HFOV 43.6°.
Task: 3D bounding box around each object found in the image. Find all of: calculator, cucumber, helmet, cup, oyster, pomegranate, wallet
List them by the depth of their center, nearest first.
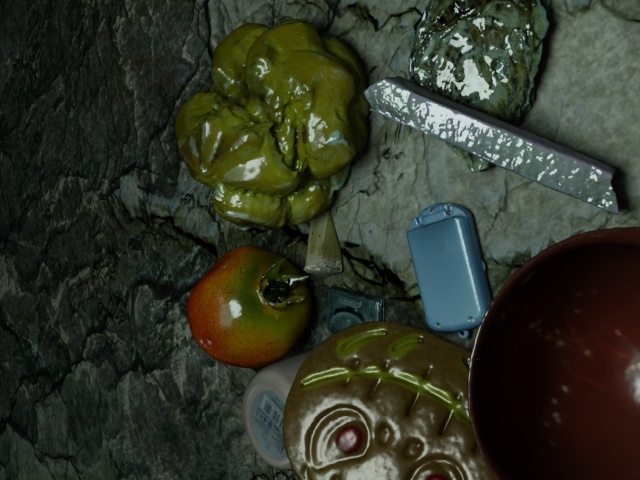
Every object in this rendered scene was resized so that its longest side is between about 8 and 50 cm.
[{"bbox_3d":[0.334,0.161,0.935,0.230,0.385,0.337,-176,104,-85],"label":"helmet"},{"bbox_3d":[0.330,0.147,1.078,0.056,0.056,0.250,10,100,45],"label":"cucumber"},{"bbox_3d":[0.215,-0.248,1.123,0.198,0.112,0.267,32,111,16],"label":"oyster"},{"bbox_3d":[0.195,0.047,1.218,0.121,0.039,0.210,-19,82,48],"label":"calculator"},{"bbox_3d":[0.003,0.308,1.339,0.191,0.200,0.252,-39,68,42],"label":"cup"},{"bbox_3d":[0.056,0.132,1.386,0.129,0.026,0.088,12,103,46],"label":"wallet"},{"bbox_3d":[-0.116,0.116,1.423,0.257,0.221,0.220,-34,71,54],"label":"pomegranate"}]

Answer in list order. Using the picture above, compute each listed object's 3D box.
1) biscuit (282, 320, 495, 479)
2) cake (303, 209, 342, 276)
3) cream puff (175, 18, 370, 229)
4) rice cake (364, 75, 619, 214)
[{"bbox_3d":[0.125,0.299,1.135,0.394,0.070,0.350,18,70,19],"label":"biscuit"},{"bbox_3d":[0.000,0.000,1.409,0.052,0.065,0.121,-22,72,43],"label":"cake"},{"bbox_3d":[-0.101,-0.192,1.332,0.378,0.275,0.378,5,97,48],"label":"cream puff"},{"bbox_3d":[0.226,-0.133,1.051,0.365,0.073,0.056,26,111,15],"label":"rice cake"}]
